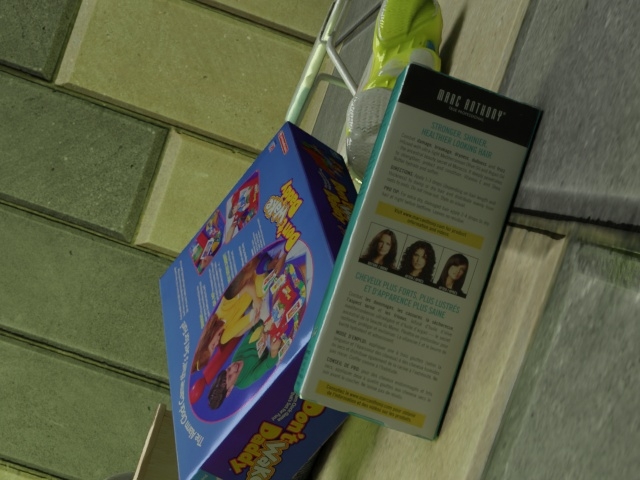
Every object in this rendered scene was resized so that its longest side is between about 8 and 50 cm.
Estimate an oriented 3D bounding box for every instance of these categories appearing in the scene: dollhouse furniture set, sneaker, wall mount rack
[{"bbox_3d":[-0.161,0.311,1.651,0.355,0.173,0.303,125,164,-69],"label":"dollhouse furniture set"},{"bbox_3d":[0.089,-0.149,1.356,0.126,0.091,0.240,73,-148,-68],"label":"sneaker"},{"bbox_3d":[0.029,-0.217,1.864,0.350,0.130,0.304,115,175,-48],"label":"wall mount rack"}]

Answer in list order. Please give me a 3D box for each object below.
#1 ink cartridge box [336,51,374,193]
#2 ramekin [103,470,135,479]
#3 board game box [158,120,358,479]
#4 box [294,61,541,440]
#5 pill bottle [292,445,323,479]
[{"bbox_3d":[0.064,-0.128,1.487,0.198,0.067,0.115,-75,6,-45],"label":"ink cartridge box"},{"bbox_3d":[-0.245,0.441,1.915,0.207,0.207,0.109,-112,32,-81],"label":"ramekin"},{"bbox_3d":[-0.048,0.062,1.180,0.233,0.078,0.347,-50,26,18],"label":"board game box"},{"bbox_3d":[0.066,0.008,0.876,0.060,0.100,0.244,157,132,-83],"label":"box"},{"bbox_3d":[-0.054,0.213,1.303,0.108,0.108,0.180,-80,10,-56],"label":"pill bottle"}]
